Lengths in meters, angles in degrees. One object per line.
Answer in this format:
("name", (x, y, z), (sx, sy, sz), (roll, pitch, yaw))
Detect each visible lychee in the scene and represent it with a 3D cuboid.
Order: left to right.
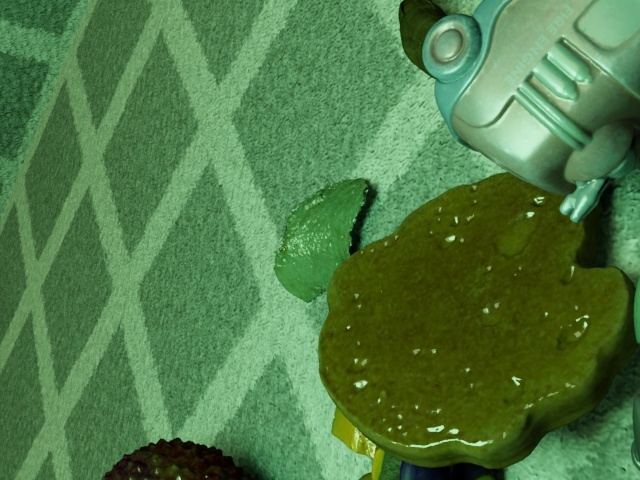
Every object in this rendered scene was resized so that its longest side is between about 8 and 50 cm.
("lychee", (-0.220, 0.463, 1.380), (0.330, 0.306, 0.306), (-3, 79, 42))

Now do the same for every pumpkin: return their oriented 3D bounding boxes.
("pumpkin", (0.105, 0.232, 1.129), (0.248, 0.126, 0.131), (-145, 60, -74))

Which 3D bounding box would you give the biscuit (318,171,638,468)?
("biscuit", (0.172, 0.070, 0.981), (0.381, 0.074, 0.359), (-45, 45, -5))

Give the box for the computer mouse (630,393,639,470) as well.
("computer mouse", (0.333, 0.246, 0.787), (0.057, 0.120, 0.232), (-25, 54, 7))

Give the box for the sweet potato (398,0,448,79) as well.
("sweet potato", (0.175, -0.268, 1.193), (0.112, 0.085, 0.286), (-37, 31, 2))

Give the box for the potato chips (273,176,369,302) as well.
("potato chips", (0.005, 0.001, 1.381), (0.167, 0.059, 0.228), (31, 107, 44))

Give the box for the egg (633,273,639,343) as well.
("egg", (0.360, 0.039, 0.744), (0.169, 0.169, 0.237), (46, 117, 51))

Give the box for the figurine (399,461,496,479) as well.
("figurine", (0.233, 0.343, 0.869), (0.421, 0.154, 0.193), (14, 98, 58))

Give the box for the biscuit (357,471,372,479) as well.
("biscuit", (0.051, 0.484, 1.178), (0.291, 0.062, 0.237), (-60, 38, 24))

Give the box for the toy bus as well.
("toy bus", (0.271, -0.180, 0.905), (0.294, 0.197, 0.232), (-49, 54, 19))
